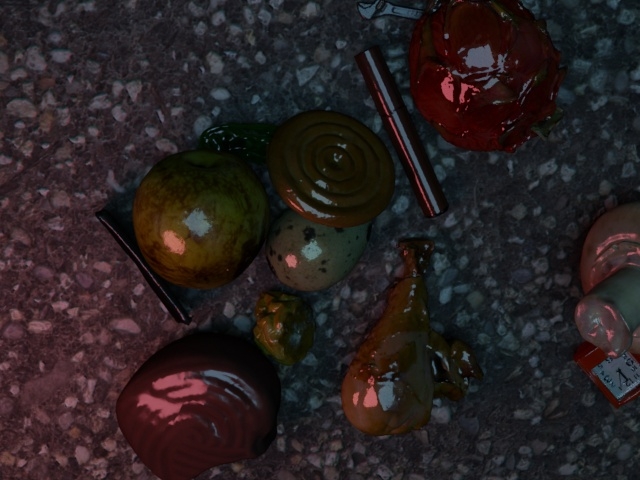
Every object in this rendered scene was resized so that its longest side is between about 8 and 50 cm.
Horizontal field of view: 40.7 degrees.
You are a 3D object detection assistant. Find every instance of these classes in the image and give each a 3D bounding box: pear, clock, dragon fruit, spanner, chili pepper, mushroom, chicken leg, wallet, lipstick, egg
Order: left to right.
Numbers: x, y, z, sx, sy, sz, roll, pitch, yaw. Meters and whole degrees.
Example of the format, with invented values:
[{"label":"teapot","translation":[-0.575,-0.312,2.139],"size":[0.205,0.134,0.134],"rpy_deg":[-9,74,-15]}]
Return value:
[{"label":"wallet","translation":[-0.354,0.053,1.721],"size":[0.030,0.146,0.285],"rpy_deg":[-38,100,-11]},{"label":"pear","translation":[-0.225,-0.036,1.635],"size":[0.284,0.283,0.283],"rpy_deg":[0,102,1]},{"label":"chili pepper","translation":[-0.110,-0.182,1.706],"size":[0.257,0.074,0.100],"rpy_deg":[10,93,4]},{"label":"egg","translation":[0.000,0.000,1.690],"size":[0.228,0.177,0.177],"rpy_deg":[-32,100,-13]},{"label":"lipstick","translation":[0.163,-0.211,1.702],"size":[0.057,0.057,0.356],"rpy_deg":[-24,101,5]},{"label":"spanner","translation":[0.173,-0.439,1.677],"size":[0.209,0.012,0.046],"rpy_deg":[10,102,-2]},{"label":"chicken leg","translation":[0.204,0.202,1.757],"size":[0.295,0.182,0.409],"rpy_deg":[10,86,-11]},{"label":"dragon fruit","translation":[0.297,-0.310,1.575],"size":[0.342,0.277,0.277],"rpy_deg":[44,99,-10]},{"label":"clock","translation":[0.614,0.262,1.796],"size":[0.113,0.061,0.155],"rpy_deg":[-40,102,8]},{"label":"mushroom","translation":[0.604,0.090,1.605],"size":[0.314,0.336,0.314],"rpy_deg":[19,121,36]}]

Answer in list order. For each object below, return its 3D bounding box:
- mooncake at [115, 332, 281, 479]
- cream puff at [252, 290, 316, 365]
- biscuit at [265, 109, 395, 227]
[{"label":"mooncake","translation":[-0.248,0.353,1.747],"size":[0.326,0.174,0.333],"rpy_deg":[8,108,5]},{"label":"cream puff","translation":[-0.085,0.176,1.761],"size":[0.116,0.146,0.146],"rpy_deg":[13,105,38]},{"label":"biscuit","translation":[0.024,-0.144,1.649],"size":[0.262,0.037,0.261],"rpy_deg":[7,63,-15]}]
